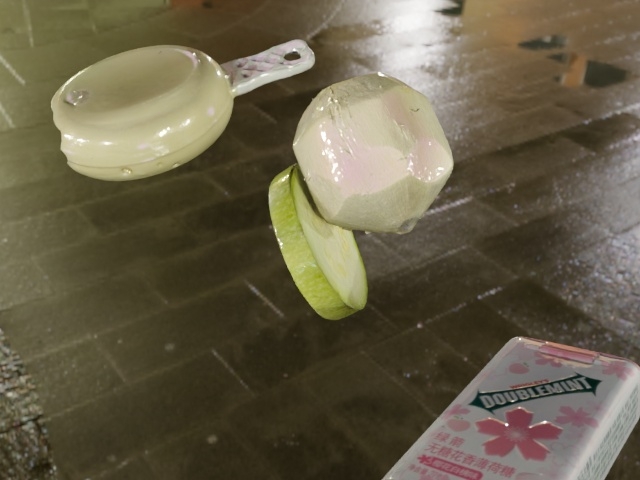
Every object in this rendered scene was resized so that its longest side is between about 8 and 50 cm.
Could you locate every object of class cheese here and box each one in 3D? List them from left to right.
[{"bbox_3d":[-0.113,-0.126,0.693,0.227,0.064,0.137,-21,47,-10],"label":"cheese"}]

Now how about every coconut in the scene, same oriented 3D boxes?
[{"bbox_3d":[0.078,-0.117,1.209,0.227,0.227,0.230,-14,75,-27],"label":"coconut"}]

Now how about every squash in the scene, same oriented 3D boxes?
[{"bbox_3d":[0.000,0.000,1.266,0.049,0.252,0.252,-25,27,18],"label":"squash"}]

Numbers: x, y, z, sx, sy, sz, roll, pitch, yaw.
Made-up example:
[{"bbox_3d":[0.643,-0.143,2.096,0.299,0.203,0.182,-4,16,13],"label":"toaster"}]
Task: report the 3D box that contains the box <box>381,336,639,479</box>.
[{"bbox_3d":[0.233,0.250,0.950,0.190,0.112,0.370,8,27,37],"label":"box"}]
